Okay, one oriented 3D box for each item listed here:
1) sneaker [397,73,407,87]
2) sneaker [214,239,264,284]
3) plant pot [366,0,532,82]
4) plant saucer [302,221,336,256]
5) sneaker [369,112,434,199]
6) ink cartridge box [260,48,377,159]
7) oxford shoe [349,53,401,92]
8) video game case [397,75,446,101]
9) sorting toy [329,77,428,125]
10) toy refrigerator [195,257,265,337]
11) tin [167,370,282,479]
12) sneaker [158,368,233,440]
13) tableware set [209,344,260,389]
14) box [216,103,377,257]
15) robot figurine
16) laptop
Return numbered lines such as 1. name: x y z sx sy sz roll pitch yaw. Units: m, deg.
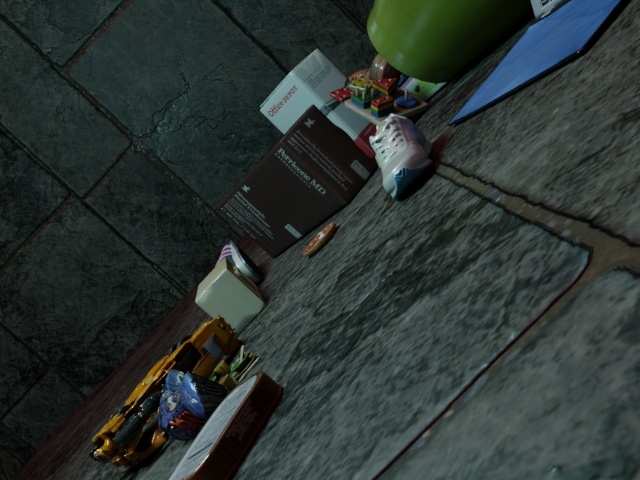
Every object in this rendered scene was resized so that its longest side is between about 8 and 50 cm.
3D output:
1. sneaker: 0.306 -0.556 2.299 0.341 0.125 0.139 -40 5 31
2. sneaker: -0.218 0.082 1.911 0.131 0.112 0.319 -44 6 -3
3. plant pot: 0.268 -0.522 1.641 0.366 0.366 0.353 -53 -1 -41
4. plant saucer: 0.000 0.000 1.506 0.083 0.013 0.083 -45 8 9
5. sneaker: 0.118 -0.134 1.259 0.087 0.092 0.228 -43 10 18
6. ink cartridge box: 0.015 -0.290 1.937 0.114 0.273 0.197 -51 9 -32
7. oxford shoe: 0.124 -0.391 2.095 0.123 0.130 0.348 -57 -8 -17
8. video game case: 0.264 -0.402 1.956 0.244 0.061 0.269 -38 11 47
9. sorting toy: 0.137 -0.313 1.768 0.132 0.046 0.274 -24 41 -25
10. toy refrigerator: -0.177 0.104 1.607 0.094 0.102 0.269 -47 7 -2
11. tin: -0.108 0.219 0.888 0.106 0.040 0.189 -46 6 42
12. sneaker: -0.163 0.223 1.065 0.087 0.083 0.221 -70 15 -14
13. tableware set: -0.142 0.200 1.208 0.104 0.024 0.154 -49 8 -13
14. box: -0.062 -0.116 1.793 0.143 0.191 0.381 -52 8 -33
15. robot figurine: -0.256 0.254 1.327 0.291 0.085 0.211 -51 9 -36
16. laptop: 0.318 -0.426 1.190 0.236 0.408 0.382 -14 -2 -17
